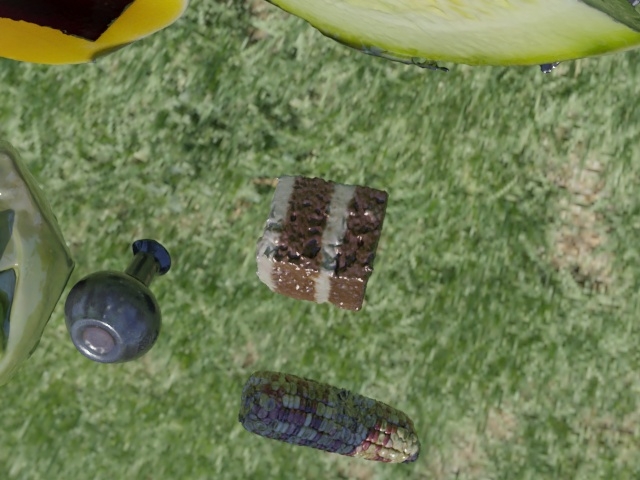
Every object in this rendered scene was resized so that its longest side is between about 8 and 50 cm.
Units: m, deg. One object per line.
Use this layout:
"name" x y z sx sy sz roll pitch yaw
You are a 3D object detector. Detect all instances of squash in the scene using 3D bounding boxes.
"squash" 0.023 -0.138 0.612 0.237 0.204 0.155 29 120 -10

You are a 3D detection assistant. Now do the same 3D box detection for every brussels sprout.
"brussels sprout" -0.415 0.044 1.171 0.328 0.328 0.247 48 176 -29

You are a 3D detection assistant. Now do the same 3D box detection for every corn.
"corn" 0.019 0.256 1.632 0.289 0.098 0.098 18 144 -23

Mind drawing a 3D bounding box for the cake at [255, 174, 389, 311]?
"cake" 0.000 0.000 1.441 0.147 0.135 0.134 15 157 2

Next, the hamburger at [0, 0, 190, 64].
"hamburger" -0.223 -0.259 0.980 0.295 0.151 0.227 -9 165 43

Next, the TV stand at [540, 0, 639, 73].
"TV stand" 0.321 -0.292 1.198 0.088 0.083 0.269 49 126 -3

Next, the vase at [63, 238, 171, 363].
"vase" -0.240 0.067 1.416 0.120 0.183 0.120 8 127 11
